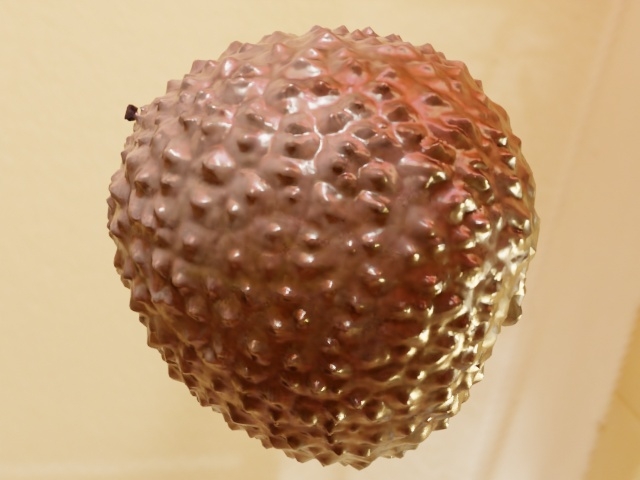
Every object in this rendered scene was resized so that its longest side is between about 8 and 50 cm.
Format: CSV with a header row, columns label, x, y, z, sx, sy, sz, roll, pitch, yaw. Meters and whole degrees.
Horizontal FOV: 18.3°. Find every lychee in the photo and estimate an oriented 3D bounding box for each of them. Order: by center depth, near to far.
label,x,y,z,sx,sy,sz,roll,pitch,yaw
lychee,0.001,0.006,1.282,0.300,0.300,0.300,-14,-53,-20
